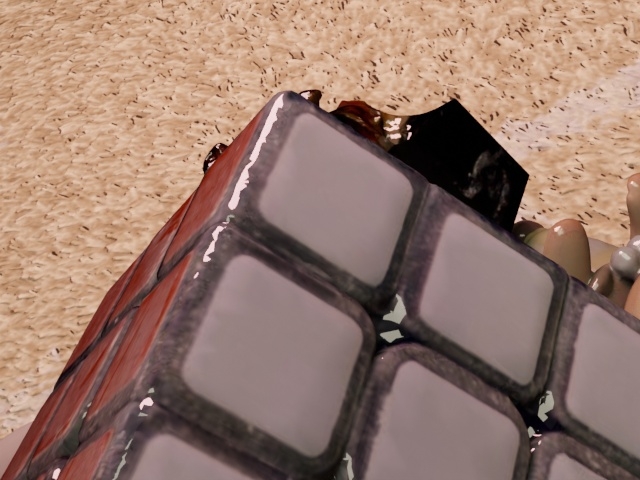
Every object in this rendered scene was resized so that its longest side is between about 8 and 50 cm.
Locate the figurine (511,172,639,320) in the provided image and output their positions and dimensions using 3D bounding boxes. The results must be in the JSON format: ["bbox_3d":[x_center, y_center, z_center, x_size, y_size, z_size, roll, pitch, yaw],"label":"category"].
[{"bbox_3d":[0.268,0.073,0.741,0.248,0.203,0.380,-31,29,-30],"label":"figurine"}]

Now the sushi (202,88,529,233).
[{"bbox_3d":[0.001,0.000,0.843,0.227,0.212,0.215,-23,35,47],"label":"sushi"}]

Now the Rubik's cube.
[{"bbox_3d":[-0.010,0.158,0.602,0.305,0.301,0.303,-40,22,53],"label":"Rubik's cube"}]

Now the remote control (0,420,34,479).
[{"bbox_3d":[-0.188,0.266,0.785,0.221,0.103,0.332,-32,45,-1],"label":"remote control"}]
